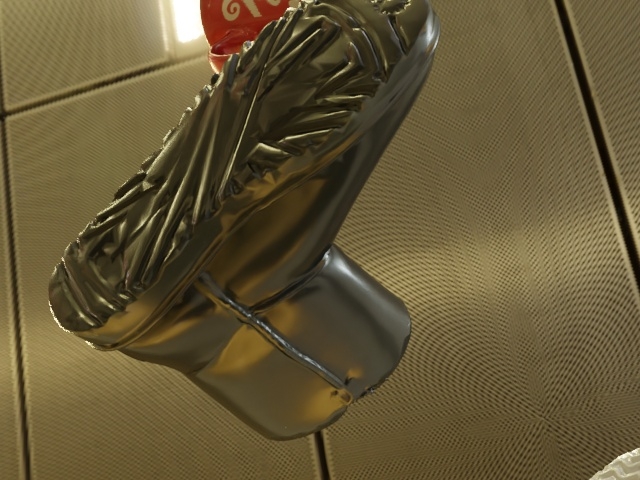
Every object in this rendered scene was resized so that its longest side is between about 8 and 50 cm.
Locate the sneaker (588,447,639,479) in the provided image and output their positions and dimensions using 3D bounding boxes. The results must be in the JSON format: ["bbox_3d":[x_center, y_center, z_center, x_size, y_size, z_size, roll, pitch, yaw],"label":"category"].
[{"bbox_3d":[0.167,0.291,0.354,0.138,0.210,0.365,-5,-126,39],"label":"sneaker"}]

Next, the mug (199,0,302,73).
[{"bbox_3d":[-0.015,-0.200,0.723,0.169,0.113,0.150,4,-106,32],"label":"mug"}]

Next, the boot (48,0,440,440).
[{"bbox_3d":[0.000,0.000,0.452,0.246,0.207,0.094,-45,-131,4],"label":"boot"}]
